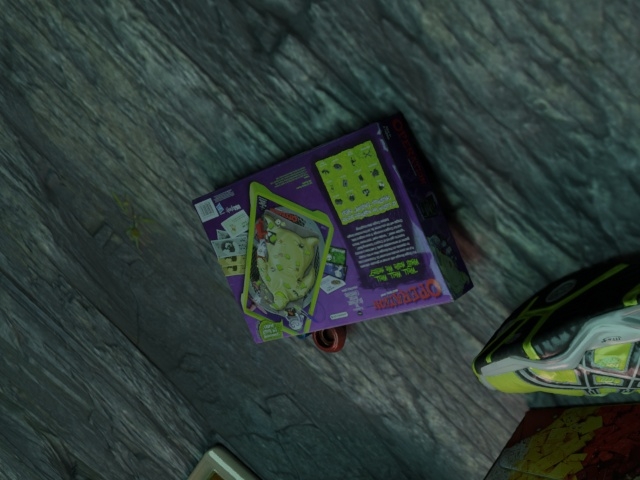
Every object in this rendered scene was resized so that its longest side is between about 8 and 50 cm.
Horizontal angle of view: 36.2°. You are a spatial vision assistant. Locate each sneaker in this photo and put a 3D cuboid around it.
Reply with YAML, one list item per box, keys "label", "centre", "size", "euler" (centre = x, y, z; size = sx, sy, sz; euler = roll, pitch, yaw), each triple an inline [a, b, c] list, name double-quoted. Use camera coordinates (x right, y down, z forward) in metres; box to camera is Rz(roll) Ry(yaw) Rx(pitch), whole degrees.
- label: "sneaker"
  centre: [0.302, 0.102, 0.931]
  size: [0.147, 0.145, 0.384]
  euler: [53, 141, -9]

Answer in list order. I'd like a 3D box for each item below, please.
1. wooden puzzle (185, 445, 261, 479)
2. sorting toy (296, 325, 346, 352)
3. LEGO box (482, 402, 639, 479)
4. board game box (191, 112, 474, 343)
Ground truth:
- label: "wooden puzzle"
  centre: [-0.145, 0.478, 1.698]
  size: [0.221, 0.044, 0.239]
  euler: [41, 139, 6]
- label: "sorting toy"
  centre: [-0.003, 0.102, 1.275]
  size: [0.102, 0.042, 0.061]
  euler: [52, 125, 11]
- label: "LEGO box"
  centre: [0.437, 0.423, 1.041]
  size: [0.372, 0.193, 0.500]
  euler: [-14, 112, 45]
- label: "board game box"
  centre: [0.000, 0.000, 1.147]
  size: [0.346, 0.056, 0.208]
  euler: [-17, 95, 47]
